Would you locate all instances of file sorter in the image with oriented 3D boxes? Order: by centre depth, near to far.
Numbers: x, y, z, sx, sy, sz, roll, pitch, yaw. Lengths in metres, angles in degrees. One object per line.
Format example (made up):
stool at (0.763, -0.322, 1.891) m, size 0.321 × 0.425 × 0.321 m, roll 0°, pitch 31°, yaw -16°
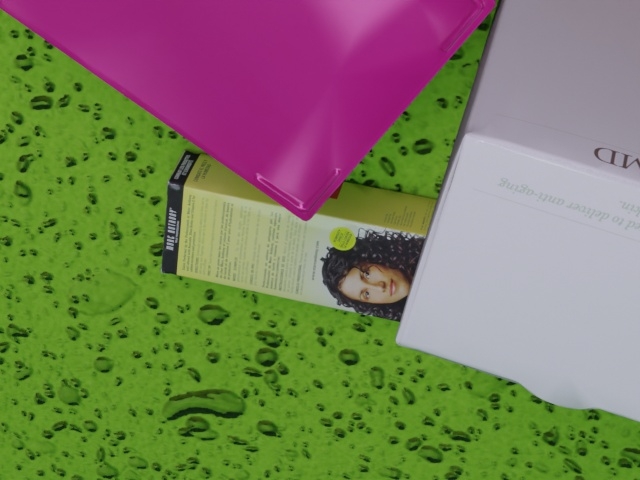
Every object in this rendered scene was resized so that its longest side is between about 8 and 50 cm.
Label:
file sorter at (-0.053, -0.203, 1.213) m, size 0.290 × 0.182 × 0.202 m, roll 35°, pitch 122°, yaw -11°

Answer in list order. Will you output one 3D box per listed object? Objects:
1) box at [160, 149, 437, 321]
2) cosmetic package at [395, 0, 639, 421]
box at (0.000, 0.000, 1.404) m, size 0.232 × 0.058 × 0.087 m, roll 11°, pitch 123°, yaw 7°
cosmetic package at (0.182, -0.065, 1.135) m, size 0.197 × 0.365 × 0.155 m, roll 17°, pitch 124°, yaw 2°
